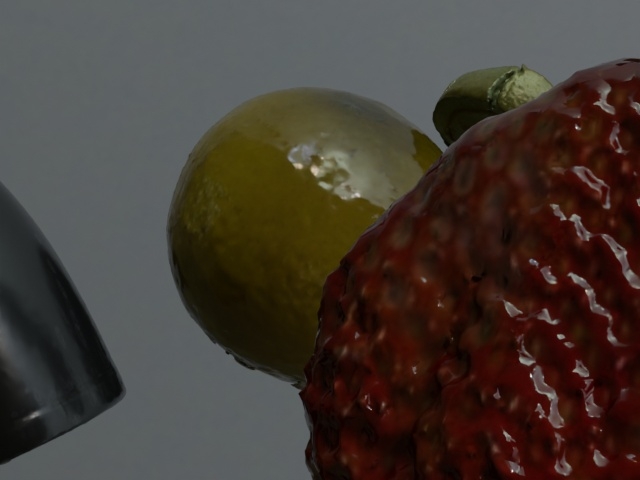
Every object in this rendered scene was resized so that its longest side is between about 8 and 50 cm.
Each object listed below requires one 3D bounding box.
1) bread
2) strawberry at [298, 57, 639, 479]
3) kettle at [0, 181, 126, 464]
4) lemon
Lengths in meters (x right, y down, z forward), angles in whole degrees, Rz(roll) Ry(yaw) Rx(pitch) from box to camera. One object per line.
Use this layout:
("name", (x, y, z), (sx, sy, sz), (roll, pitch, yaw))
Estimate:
("bread", (0.174, -0.111, 1.789), (0.156, 0.064, 0.117), (6, -39, 52))
("strawberry", (0.151, 0.074, 0.984), (0.267, 0.312, 0.351), (-97, -161, -69))
("kettle", (-0.331, 0.055, 1.584), (0.207, 0.268, 0.290), (-19, -84, 42))
("lemon", (0.000, 0.001, 1.789), (0.297, 0.297, 0.297), (26, -53, 41))
